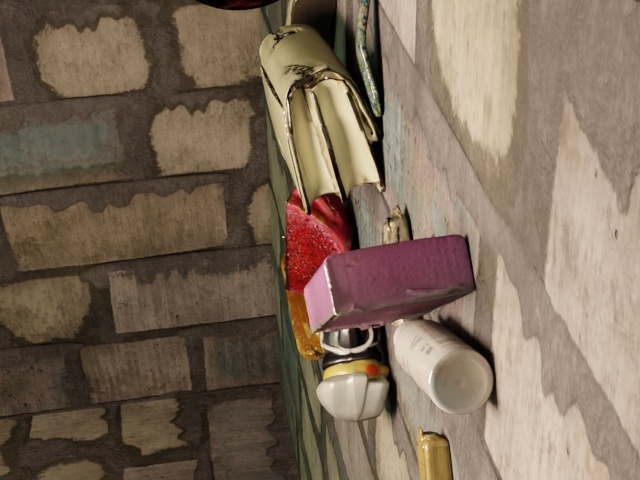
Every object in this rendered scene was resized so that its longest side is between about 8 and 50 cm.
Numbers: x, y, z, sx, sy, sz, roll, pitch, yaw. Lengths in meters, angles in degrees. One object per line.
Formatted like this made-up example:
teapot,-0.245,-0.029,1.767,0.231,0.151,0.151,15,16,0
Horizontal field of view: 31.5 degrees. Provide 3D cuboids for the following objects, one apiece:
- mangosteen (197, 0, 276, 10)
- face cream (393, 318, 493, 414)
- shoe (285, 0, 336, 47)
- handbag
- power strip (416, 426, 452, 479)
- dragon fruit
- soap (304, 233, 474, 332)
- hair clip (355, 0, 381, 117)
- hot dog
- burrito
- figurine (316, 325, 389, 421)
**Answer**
mangosteen,-0.148,-0.610,2.036,0.435,0.382,0.382,-78,-16,-75
face cream,0.145,0.149,1.435,0.269,0.082,0.082,-144,48,-81
shoe,-0.024,-0.412,2.240,0.274,0.103,0.098,101,163,-49
handbag,-0.006,-0.226,1.965,0.358,0.160,0.236,-113,4,-65
power strip,0.172,0.415,1.616,0.064,0.044,0.305,176,89,-82
dragon fruit,0.000,0.000,2.250,0.189,0.163,0.261,39,144,28
soap,0.080,0.060,1.466,0.259,0.181,0.081,116,144,-79
hair clip,0.074,-0.302,1.778,0.066,0.036,0.229,-104,10,-70
hot dog,-0.023,0.124,2.695,0.135,0.100,0.337,105,158,-49
burrito,0.119,0.040,1.697,0.058,0.045,0.188,-18,75,57
figurine,0.054,0.205,2.020,0.176,0.133,0.236,74,-170,-77
